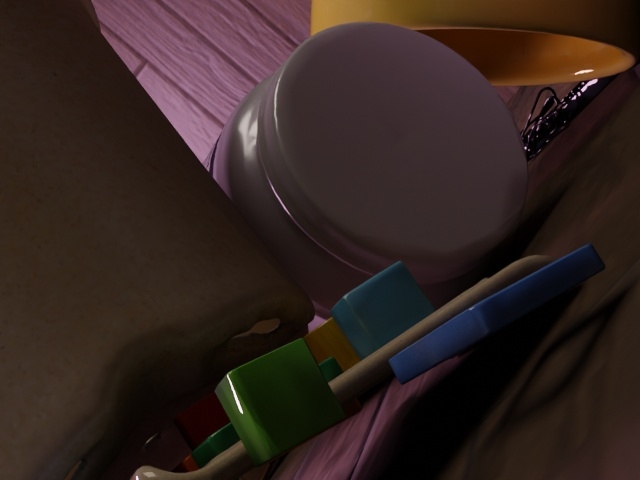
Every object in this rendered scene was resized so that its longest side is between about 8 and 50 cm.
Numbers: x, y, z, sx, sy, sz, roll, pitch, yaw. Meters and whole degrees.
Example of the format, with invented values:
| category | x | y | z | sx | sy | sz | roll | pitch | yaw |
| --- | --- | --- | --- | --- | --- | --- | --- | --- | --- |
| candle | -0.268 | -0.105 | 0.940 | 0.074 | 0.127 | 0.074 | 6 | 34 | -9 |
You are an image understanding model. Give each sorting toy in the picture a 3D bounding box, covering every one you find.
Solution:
| category | x | y | z | sx | sy | sz | roll | pitch | yaw |
| --- | --- | --- | --- | --- | --- | --- | --- | --- | --- |
| sorting toy | -0.005 | 0.063 | 0.568 | 0.196 | 0.047 | 0.348 | -27 | -8 | -19 |

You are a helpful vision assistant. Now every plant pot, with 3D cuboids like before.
| category | x | y | z | sx | sy | sz | roll | pitch | yaw |
| --- | --- | --- | --- | --- | --- | --- | --- | --- | --- |
| plant pot | 0.123 | -0.255 | 0.973 | 0.254 | 0.254 | 0.239 | 119 | 154 | -88 |
| plant pot | -0.179 | 0.017 | 0.696 | 0.334 | 0.305 | 0.334 | -40 | -20 | -18 |

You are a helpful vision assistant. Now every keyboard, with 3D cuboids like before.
| category | x | y | z | sx | sy | sz | roll | pitch | yaw |
| --- | --- | --- | --- | --- | --- | --- | --- | --- | --- |
| keyboard | 0.212 | -0.126 | 1.113 | 0.100 | 0.038 | 0.192 | -50 | -1 | -32 |

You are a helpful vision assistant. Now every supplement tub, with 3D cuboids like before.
| category | x | y | z | sx | sy | sz | roll | pitch | yaw |
| --- | --- | --- | --- | --- | --- | --- | --- | --- | --- |
| supplement tub | 0.000 | 0.000 | 0.851 | 0.191 | 0.191 | 0.272 | -49 | 0 | -36 |

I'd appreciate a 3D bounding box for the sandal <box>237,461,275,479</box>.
| category | x | y | z | sx | sy | sz | roll | pitch | yaw |
| --- | --- | --- | --- | --- | --- | --- | --- | --- | --- |
| sandal | -0.052 | 0.170 | 1.114 | 0.180 | 0.072 | 0.049 | -55 | -18 | -43 |
